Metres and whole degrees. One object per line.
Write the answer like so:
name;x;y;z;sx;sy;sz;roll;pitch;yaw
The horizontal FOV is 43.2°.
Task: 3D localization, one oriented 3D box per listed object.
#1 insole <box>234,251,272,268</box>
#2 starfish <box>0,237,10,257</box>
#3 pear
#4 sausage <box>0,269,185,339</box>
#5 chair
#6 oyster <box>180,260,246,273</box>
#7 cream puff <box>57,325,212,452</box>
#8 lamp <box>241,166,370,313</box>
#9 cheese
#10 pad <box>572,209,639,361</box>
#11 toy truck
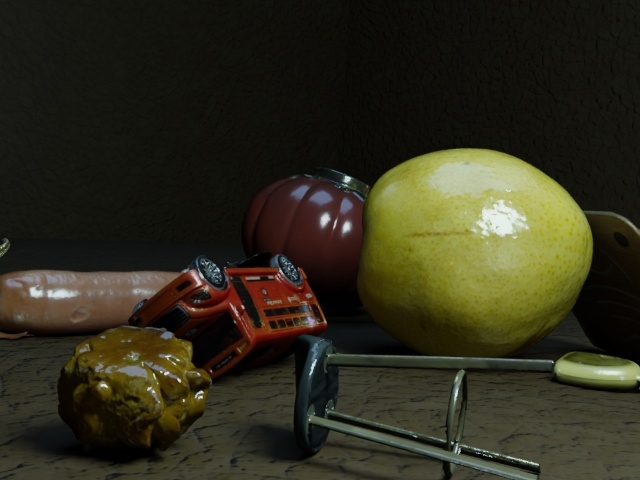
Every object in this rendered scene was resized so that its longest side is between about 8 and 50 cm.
insole;-0.159;0.074;0.995;0.232;0.003;0.080;-32;-14;7
starfish;-0.609;0.041;1.345;0.189;0.146;0.074;-5;35;2
pear;0.201;0.024;1.109;0.314;0.315;0.314;4;3;0
sausage;-0.257;0.088;1.158;0.418;0.094;0.094;3;33;-39
chair;0.065;0.137;0.633;0.221;0.104;0.095;8;21;21
oyster;-0.207;0.084;1.581;0.208;0.072;0.133;-7;8;5
cream puff;-0.147;0.122;0.639;0.115;0.094;0.122;0;27;-21
lamp;0.000;0.000;1.509;0.303;0.257;0.303;20;0;0
cheese;0.381;0.169;1.009;0.162;0.036;0.086;6;4;33
pad;0.420;0.071;1.166;0.018;0.284;0.286;-37;12;-12
toy truck;-0.096;0.090;0.930;0.107;0.114;0.252;-37;-16;22
